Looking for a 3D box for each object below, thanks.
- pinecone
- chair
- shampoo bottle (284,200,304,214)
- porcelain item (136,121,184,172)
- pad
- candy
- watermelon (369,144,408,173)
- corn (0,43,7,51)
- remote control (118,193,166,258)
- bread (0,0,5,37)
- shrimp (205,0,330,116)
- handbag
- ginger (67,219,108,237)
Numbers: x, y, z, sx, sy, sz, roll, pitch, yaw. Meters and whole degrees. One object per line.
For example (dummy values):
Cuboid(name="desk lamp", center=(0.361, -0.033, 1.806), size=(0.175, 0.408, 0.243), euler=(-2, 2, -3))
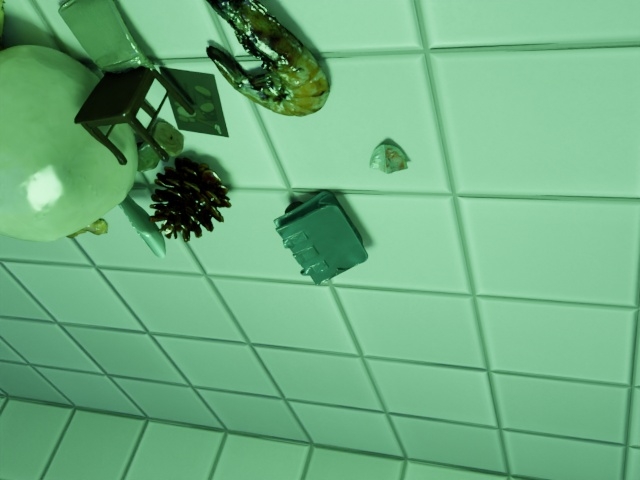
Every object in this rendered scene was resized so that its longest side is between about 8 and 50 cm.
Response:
Cuboid(name="pinecone", center=(-0.319, -0.091, 1.857), size=(0.207, 0.208, 0.208), euler=(12, 146, 9))
Cuboid(name="chair", center=(-0.420, -0.320, 1.589), size=(0.160, 0.186, 0.319), euler=(1, 145, 34))
Cuboid(name="shampoo bottle", center=(-0.028, -0.010, 1.950), size=(0.063, 0.057, 0.208), euler=(-1, 141, 26))
Cuboid(name="porcelain item", center=(-0.413, -0.204, 1.845), size=(0.081, 0.069, 0.215), euler=(27, 146, -34))
Cuboid(name="pad", center=(-0.275, -0.300, 1.704), size=(0.127, 0.004, 0.190), euler=(10, 145, 12))
Cuboid(name="candy", center=(-0.600, -0.207, 1.685), size=(0.186, 0.386, 0.427), euler=(36, 143, 57))
Cuboid(name="watermelon", center=(0.137, -0.162, 1.654), size=(0.085, 0.061, 0.085), euler=(6, 139, 5))
Cuboid(name="corn", center=(-0.706, -0.373, 1.719), size=(0.102, 0.102, 0.313), euler=(-17, 137, 40))
Cuboid(name="remote control", center=(-0.464, -0.066, 1.949), size=(0.293, 0.051, 0.103), euler=(45, 166, 41))
Cuboid(name="bread", center=(-0.694, -0.418, 1.501), size=(0.198, 0.263, 0.236), euler=(13, 143, 17))
Cuboid(name="shrimp", center=(-0.137, -0.358, 1.509), size=(0.233, 0.071, 0.365), euler=(-10, 142, 43))
Cuboid(name="handbag", center=(0.000, 0.000, 1.882), size=(0.179, 0.062, 0.229), euler=(-27, 132, 10))
Cuboid(name="ginger", center=(-0.690, -0.039, 2.208), size=(0.165, 0.067, 0.096), euler=(21, 124, -4))
